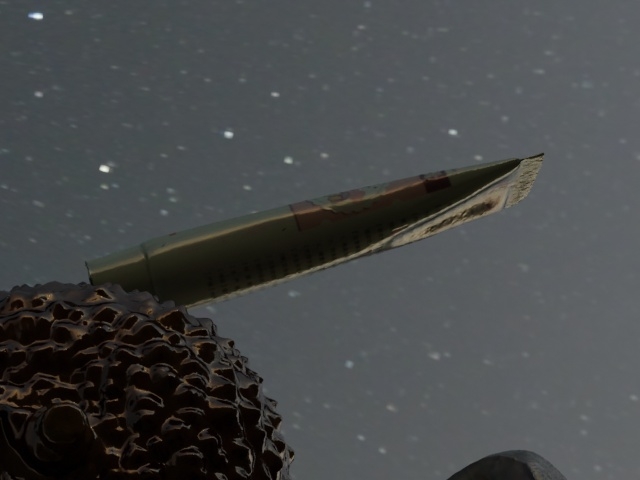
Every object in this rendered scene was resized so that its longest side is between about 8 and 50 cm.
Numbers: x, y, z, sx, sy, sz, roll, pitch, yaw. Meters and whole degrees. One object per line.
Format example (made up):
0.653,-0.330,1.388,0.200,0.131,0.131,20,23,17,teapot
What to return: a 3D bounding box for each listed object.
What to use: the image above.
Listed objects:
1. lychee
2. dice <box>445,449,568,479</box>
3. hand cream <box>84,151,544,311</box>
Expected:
-0.151,0.153,0.932,0.276,0.304,0.275,4,-119,-8,lychee
0.214,0.350,1.720,0.182,0.181,0.183,-37,-48,12,dice
0.000,0.000,1.132,0.331,0.085,0.058,-13,-113,-8,hand cream
